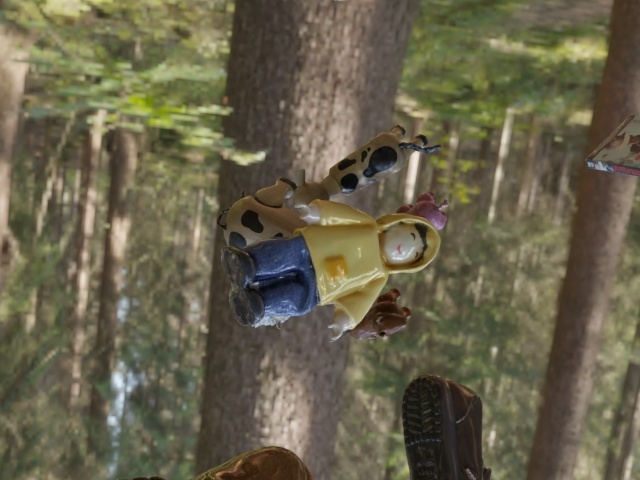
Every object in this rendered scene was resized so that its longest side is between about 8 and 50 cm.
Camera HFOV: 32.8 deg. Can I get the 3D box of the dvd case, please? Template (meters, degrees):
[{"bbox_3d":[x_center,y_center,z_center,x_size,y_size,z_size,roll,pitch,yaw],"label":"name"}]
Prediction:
[{"bbox_3d":[0.326,-0.088,1.035,0.087,0.013,0.119,-40,-145,-29],"label":"dvd case"}]

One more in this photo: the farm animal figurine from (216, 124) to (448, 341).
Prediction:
[{"bbox_3d":[0.000,0.000,1.493,0.326,0.331,0.172,11,-154,26],"label":"farm animal figurine"}]

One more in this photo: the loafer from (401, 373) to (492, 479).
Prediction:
[{"bbox_3d":[0.210,0.383,1.636,0.130,0.366,0.133,2,175,-33],"label":"loafer"}]

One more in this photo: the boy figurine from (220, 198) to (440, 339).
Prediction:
[{"bbox_3d":[0.023,0.034,1.363,0.285,0.177,0.092,-12,-175,-24],"label":"boy figurine"}]

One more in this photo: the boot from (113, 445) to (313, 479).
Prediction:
[{"bbox_3d":[-0.115,0.225,0.840,0.112,0.115,0.305,19,-148,37],"label":"boot"}]
